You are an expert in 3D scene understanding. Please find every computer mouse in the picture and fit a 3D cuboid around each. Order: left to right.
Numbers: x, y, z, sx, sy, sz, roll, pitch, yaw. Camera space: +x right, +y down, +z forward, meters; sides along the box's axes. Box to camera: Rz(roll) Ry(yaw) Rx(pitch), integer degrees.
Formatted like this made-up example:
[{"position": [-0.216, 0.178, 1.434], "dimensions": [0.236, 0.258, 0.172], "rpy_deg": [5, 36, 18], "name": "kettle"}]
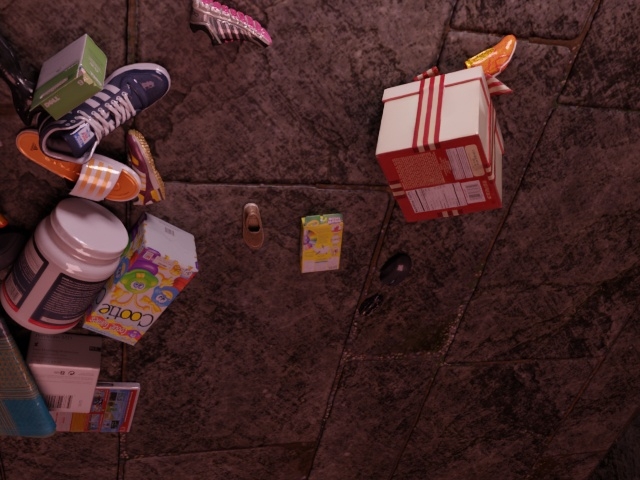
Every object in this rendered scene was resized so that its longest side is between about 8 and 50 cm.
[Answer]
[{"position": [-0.778, 0.072, 1.487], "dimensions": [0.262, 0.060, 0.184], "rpy_deg": [-21, 162, -22], "name": "computer mouse"}, {"position": [0.182, 0.135, 1.872], "dimensions": [0.071, 0.041, 0.242], "rpy_deg": [13, 124, -27], "name": "computer mouse"}]

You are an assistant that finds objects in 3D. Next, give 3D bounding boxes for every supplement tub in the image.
[{"position": [-0.570, 0.058, 1.480], "dimensions": [0.191, 0.191, 0.272], "rpy_deg": [26, 117, -32], "name": "supplement tub"}]

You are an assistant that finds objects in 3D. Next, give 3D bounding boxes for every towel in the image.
[{"position": [-0.822, 0.336, 1.628], "dimensions": [0.271, 0.040, 0.370], "rpy_deg": [-2, 118, 14], "name": "towel"}]

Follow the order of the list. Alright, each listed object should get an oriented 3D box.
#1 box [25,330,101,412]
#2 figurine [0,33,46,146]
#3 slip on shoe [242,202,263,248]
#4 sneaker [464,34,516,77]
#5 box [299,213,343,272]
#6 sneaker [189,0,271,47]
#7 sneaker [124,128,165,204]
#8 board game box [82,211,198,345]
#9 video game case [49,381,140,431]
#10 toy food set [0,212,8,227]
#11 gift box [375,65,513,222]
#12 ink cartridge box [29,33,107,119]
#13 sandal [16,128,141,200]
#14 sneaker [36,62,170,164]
[{"position": [-0.676, 0.345, 1.729], "dimensions": [0.181, 0.119, 0.182], "rpy_deg": [8, 125, -22], "name": "box"}, {"position": [-0.632, -0.275, 1.225], "dimensions": [0.215, 0.092, 0.209], "rpy_deg": [-30, 116, 9], "name": "figurine"}, {"position": [-0.164, -0.028, 1.632], "dimensions": [0.051, 0.041, 0.135], "rpy_deg": [-7, 130, -12], "name": "slip on shoe"}, {"position": [0.364, -0.392, 1.484], "dimensions": [0.067, 0.064, 0.175], "rpy_deg": [35, 109, -26], "name": "sneaker"}, {"position": [0.000, 0.000, 1.705], "dimensions": [0.105, 0.043, 0.179], "rpy_deg": [-5, 132, -12], "name": "box"}, {"position": [-0.181, -0.411, 1.302], "dimensions": [0.170, 0.063, 0.075], "rpy_deg": [19, 120, -23], "name": "sneaker"}, {"position": [-0.401, -0.152, 1.442], "dimensions": [0.084, 0.069, 0.185], "rpy_deg": [-17, 129, -4], "name": "sneaker"}, {"position": [-0.433, 0.095, 1.584], "dimensions": [0.144, 0.142, 0.275], "rpy_deg": [29, 115, -33], "name": "board game box"}, {"position": [-0.678, 0.477, 1.899], "dimensions": [0.285, 0.025, 0.204], "rpy_deg": [7, 125, -22], "name": "video game case"}, {"position": [-0.787, -0.012, 1.392], "dimensions": [0.232, 0.111, 0.104], "rpy_deg": [-50, 137, -26], "name": "toy food set"}, {"position": [0.292, -0.213, 1.463], "dimensions": [0.276, 0.258, 0.255], "rpy_deg": [-6, 137, 20], "name": "gift box"}, {"position": [-0.458, -0.291, 1.216], "dimensions": [0.109, 0.209, 0.062], "rpy_deg": [-30, 128, 9], "name": "ink cartridge box"}, {"position": [-0.511, -0.138, 1.381], "dimensions": [0.265, 0.076, 0.102], "rpy_deg": [24, 126, -15], "name": "sandal"}, {"position": [-0.423, -0.245, 1.301], "dimensions": [0.282, 0.153, 0.099], "rpy_deg": [-21, 132, 1], "name": "sneaker"}]
